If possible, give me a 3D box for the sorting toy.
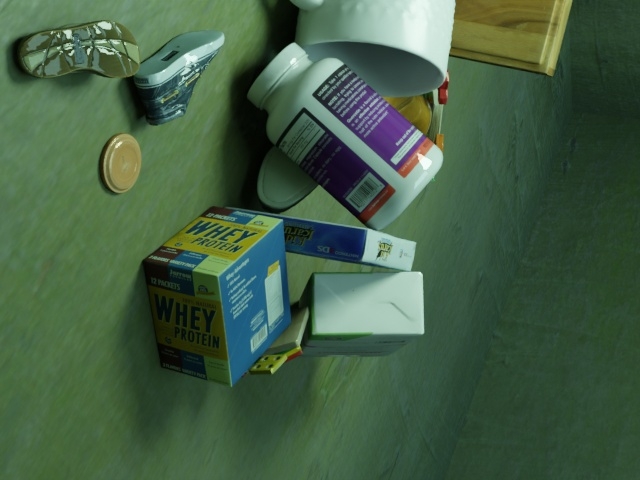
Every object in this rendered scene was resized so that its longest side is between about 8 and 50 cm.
[{"bbox_3d":[-0.085,0.179,1.562,0.274,0.132,0.046,-71,142,-68],"label":"sorting toy"}]

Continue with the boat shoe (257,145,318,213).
[{"bbox_3d":[-0.030,-0.153,1.677,0.305,0.109,0.091,-61,176,-34],"label":"boat shoe"}]

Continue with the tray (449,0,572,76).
[{"bbox_3d":[0.283,-0.470,1.838,0.076,0.410,0.203,-10,114,-65],"label":"tray"}]

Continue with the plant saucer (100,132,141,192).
[{"bbox_3d":[-0.275,-0.107,1.279,0.083,0.013,0.083,-34,129,-57],"label":"plant saucer"}]

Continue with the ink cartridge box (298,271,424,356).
[{"bbox_3d":[0.064,0.151,1.782,0.353,0.207,0.119,116,-26,-74],"label":"ink cartridge box"}]

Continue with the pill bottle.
[{"bbox_3d":[0.037,-0.179,1.546,0.181,0.323,0.181,-48,180,0],"label":"pill bottle"}]

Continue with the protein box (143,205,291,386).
[{"bbox_3d":[-0.156,0.084,1.462,0.200,0.136,0.201,-45,138,-51],"label":"protein box"}]

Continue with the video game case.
[{"bbox_3d":[0.000,0.000,1.605,0.244,0.269,0.061,10,90,-65],"label":"video game case"}]

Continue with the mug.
[{"bbox_3d":[0.071,-0.470,1.629,0.374,0.276,0.328,15,79,-35],"label":"mug"}]

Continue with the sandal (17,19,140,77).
[{"bbox_3d":[-0.301,-0.235,1.141,0.180,0.049,0.072,-18,110,-47],"label":"sandal"}]

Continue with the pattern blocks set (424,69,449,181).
[{"bbox_3d":[0.271,-0.306,2.227,0.285,0.026,0.325,-90,-179,-56],"label":"pattern blocks set"}]

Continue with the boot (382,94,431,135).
[{"bbox_3d":[0.154,-0.276,2.064,0.211,0.104,0.295,-52,152,-25],"label":"boot"}]

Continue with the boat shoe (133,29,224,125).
[{"bbox_3d":[-0.202,-0.239,1.335,0.183,0.065,0.083,-45,141,-42],"label":"boat shoe"}]
